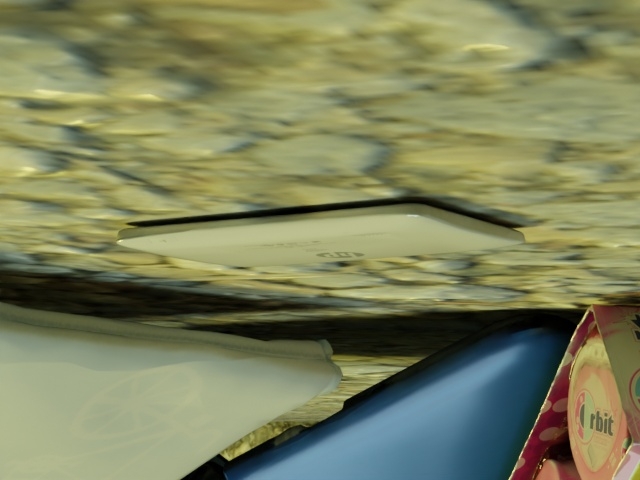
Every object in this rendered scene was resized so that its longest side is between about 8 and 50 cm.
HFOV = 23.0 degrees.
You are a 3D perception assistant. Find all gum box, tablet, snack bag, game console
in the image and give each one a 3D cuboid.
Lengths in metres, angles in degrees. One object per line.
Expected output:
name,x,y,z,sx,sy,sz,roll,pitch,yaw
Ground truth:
gum box,0.130,0.109,0.599,0.107,0.062,0.188,2,136,-13
tablet,0.000,0.000,0.369,0.083,0.006,0.054,-4,171,32
snack bag,-0.206,0.107,0.528,0.323,0.037,0.342,-36,150,30
game console,0.051,0.118,0.748,0.293,0.173,0.250,44,175,-38
